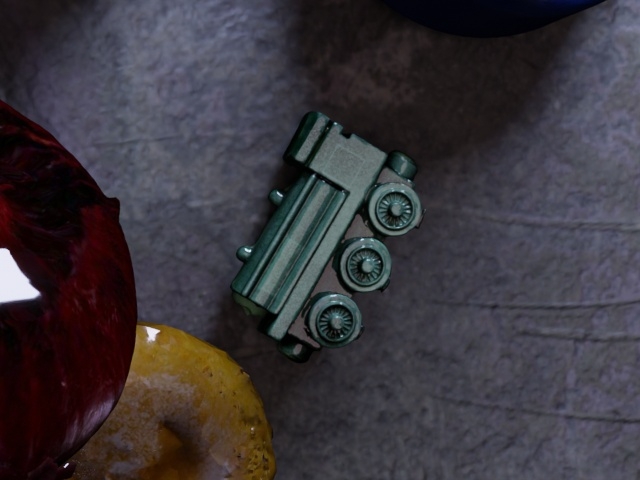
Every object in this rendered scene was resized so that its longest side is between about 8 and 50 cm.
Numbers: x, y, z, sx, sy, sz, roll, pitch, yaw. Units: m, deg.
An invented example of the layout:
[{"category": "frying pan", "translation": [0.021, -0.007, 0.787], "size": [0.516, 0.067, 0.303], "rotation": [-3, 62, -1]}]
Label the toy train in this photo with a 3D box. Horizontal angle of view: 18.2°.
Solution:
[{"category": "toy train", "translation": [0.000, 0.000, 1.435], "size": [0.111, 0.071, 0.170], "rotation": [31, 87, -9]}]

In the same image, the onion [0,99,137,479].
[{"category": "onion", "translation": [-0.250, 0.020, 1.234], "size": [0.314, 0.232, 0.314], "rotation": [19, 47, -21]}]

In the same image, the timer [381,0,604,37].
[{"category": "timer", "translation": [0.173, -0.267, 1.295], "size": [0.270, 0.383, 0.270], "rotation": [-2, 96, -19]}]

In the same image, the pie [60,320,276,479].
[{"category": "pie", "translation": [-0.156, 0.177, 1.400], "size": [0.273, 0.069, 0.273], "rotation": [-3, 101, -17]}]
